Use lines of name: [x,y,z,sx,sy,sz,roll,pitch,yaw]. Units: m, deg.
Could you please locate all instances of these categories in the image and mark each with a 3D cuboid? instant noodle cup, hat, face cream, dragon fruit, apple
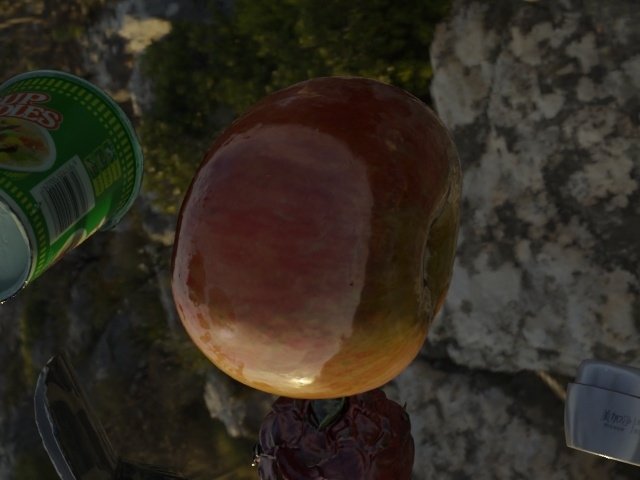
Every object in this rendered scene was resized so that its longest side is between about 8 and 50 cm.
instant noodle cup: [-0.319,-0.047,1.075,0.207,0.232,0.207,5,118,9]
hat: [-0.262,0.336,1.448,0.366,0.257,0.381,153,110,-67]
face cream: [0.331,0.191,1.131,0.117,0.117,0.104,8,80,52]
dragon fruit: [0.016,0.331,1.566,0.299,0.244,0.244,-47,66,44]
apple: [0.000,0.000,0.652,0.164,0.209,0.209,12,117,19]
